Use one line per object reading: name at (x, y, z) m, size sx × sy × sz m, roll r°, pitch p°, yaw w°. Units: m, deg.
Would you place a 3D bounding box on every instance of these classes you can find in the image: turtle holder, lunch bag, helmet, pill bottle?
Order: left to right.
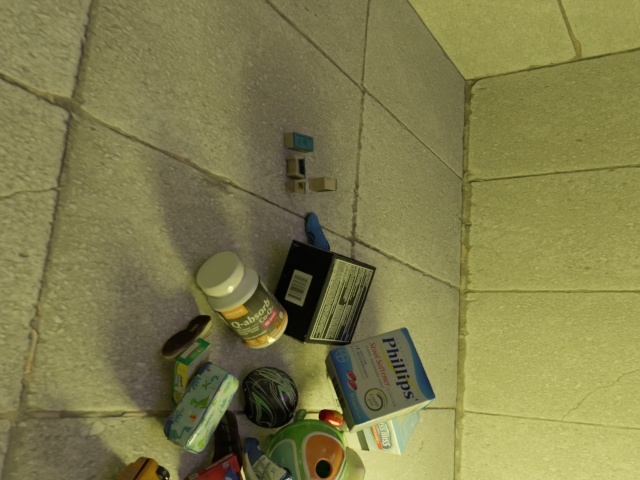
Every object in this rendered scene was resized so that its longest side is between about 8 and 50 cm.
lunch bag at (-0.302, 0.433, 1.586) m, size 0.219 × 0.090 × 0.176 m, roll -61°, pitch 163°, yaw -18°
pill bottle at (-0.221, 0.169, 1.743) m, size 0.278 × 0.162 × 0.162 m, roll 57°, pitch 42°, yaw -39°
helmet at (-0.151, 0.462, 1.848) m, size 0.169 × 0.170 × 0.161 m, roll -40°, pitch 137°, yaw -53°
turtle holder at (-0.068, 0.695, 1.859) m, size 0.243 × 0.320 × 0.227 m, roll 55°, pitch 14°, yaw -27°

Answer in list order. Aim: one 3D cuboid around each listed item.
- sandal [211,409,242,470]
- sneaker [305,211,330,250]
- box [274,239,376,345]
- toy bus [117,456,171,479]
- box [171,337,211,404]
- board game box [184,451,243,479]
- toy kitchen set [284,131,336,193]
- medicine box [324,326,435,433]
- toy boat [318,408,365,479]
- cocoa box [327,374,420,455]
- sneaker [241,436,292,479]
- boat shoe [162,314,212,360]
sandal at (-0.267, 0.575, 1.724) m, size 0.060 × 0.090 × 0.219 m, roll -153°, pitch -121°, yaw -78°
sneaker at (0.000, 0.000, 2.200) m, size 0.069 × 0.082 × 0.209 m, roll -16°, pitch 99°, yaw -56°
box at (0.004, 0.181, 2.031) m, size 0.294 × 0.183 × 0.296 m, roll 20°, pitch 89°, yaw -56°
toy bus at (-0.383, 0.653, 1.462) m, size 0.108 × 0.130 × 0.332 m, roll -56°, pitch 133°, yaw -44°
box at (-0.336, 0.350, 1.599) m, size 0.105 × 0.043 × 0.179 m, roll -44°, pitch 152°, yaw -52°
board game box at (-0.264, 0.737, 1.691) m, size 0.145 × 0.027 × 0.281 m, roll -22°, pitch 109°, yaw -26°
toy kitchen set at (-0.019, -0.266, 2.108) m, size 0.122 × 0.166 × 0.207 m, roll 1°, pitch 86°, yaw -58°
medicine box at (0.194, 0.468, 2.076) m, size 0.149 × 0.289 × 0.263 m, roll 103°, pitch -31°, yaw -63°
toy boat at (0.057, 0.727, 2.068) m, size 0.148 × 0.268 × 0.318 m, roll 29°, pitch 49°, yaw -34°
cocoa box at (0.211, 0.600, 2.348) m, size 0.231 × 0.228 × 0.347 m, roll -42°, pitch 123°, yaw -52°
sneaker at (-0.145, 0.673, 1.738) m, size 0.296 × 0.131 × 0.111 m, roll -117°, pitch -169°, yaw -54°
boat shoe at (-0.344, 0.273, 1.630) m, size 0.190 × 0.068 × 0.072 m, roll -40°, pitch 133°, yaw -53°
